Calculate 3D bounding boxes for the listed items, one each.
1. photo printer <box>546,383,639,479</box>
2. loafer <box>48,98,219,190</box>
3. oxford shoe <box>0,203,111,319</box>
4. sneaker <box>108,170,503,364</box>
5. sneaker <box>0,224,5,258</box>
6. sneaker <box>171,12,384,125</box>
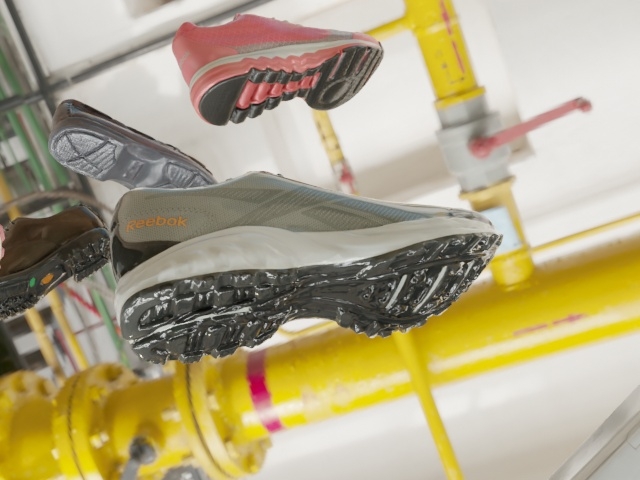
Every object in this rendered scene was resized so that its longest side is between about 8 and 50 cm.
[{"bbox_3d":[0.353,0.294,0.812,0.256,0.307,0.107,-56,172,23],"label":"photo printer"},{"bbox_3d":[-0.252,-0.116,1.325,0.109,0.302,0.095,-42,-140,27],"label":"loafer"},{"bbox_3d":[-0.363,0.028,1.083,0.227,0.096,0.083,-29,157,-23],"label":"oxford shoe"},{"bbox_3d":[0.000,0.000,0.568,0.271,0.108,0.100,-2,139,-30],"label":"sneaker"},{"bbox_3d":[-0.300,-0.026,0.530,0.120,0.112,0.299,7,157,18],"label":"sneaker"},{"bbox_3d":[-0.048,-0.244,1.153,0.313,0.136,0.116,-15,153,-40],"label":"sneaker"}]
